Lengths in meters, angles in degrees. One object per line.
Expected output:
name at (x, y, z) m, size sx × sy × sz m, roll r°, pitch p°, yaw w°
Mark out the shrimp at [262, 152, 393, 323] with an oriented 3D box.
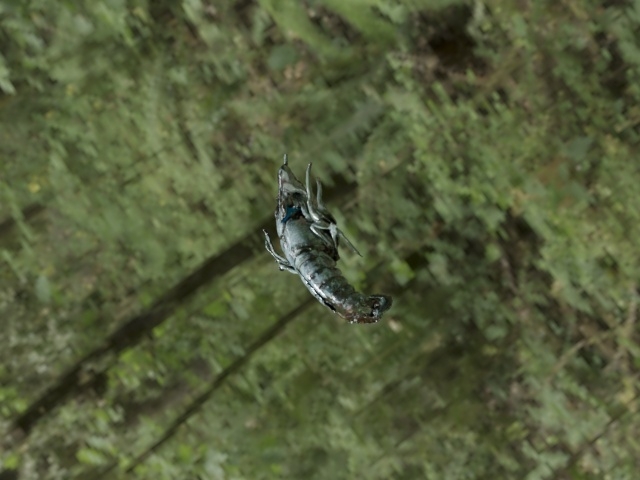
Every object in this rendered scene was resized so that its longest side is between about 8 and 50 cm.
shrimp at (-0.003, 0.002, 1.183) m, size 0.174 × 0.076 × 0.082 m, roll 56°, pitch 134°, yaw 24°
